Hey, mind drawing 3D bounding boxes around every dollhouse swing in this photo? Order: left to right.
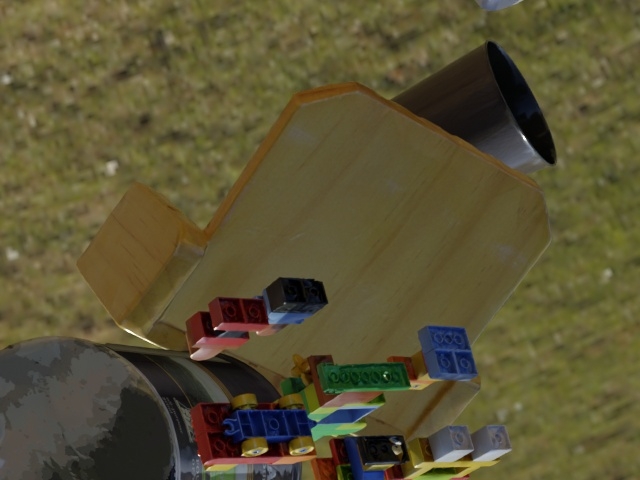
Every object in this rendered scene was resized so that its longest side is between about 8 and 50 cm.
[{"bbox_3d":[0.000,0.000,1.683,0.346,0.315,0.305,26,95,-23],"label":"dollhouse swing"}]

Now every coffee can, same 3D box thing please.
[{"bbox_3d":[-0.154,0.183,1.369,0.201,0.202,0.275,-29,166,14],"label":"coffee can"}]

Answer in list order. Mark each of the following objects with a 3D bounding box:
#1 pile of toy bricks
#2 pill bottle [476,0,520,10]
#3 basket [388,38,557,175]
[{"bbox_3d":[-0.006,0.098,0.977,0.212,0.118,0.105,5,150,-39],"label":"pile of toy bricks"},{"bbox_3d":[0.138,-0.434,1.601,0.224,0.392,0.224,-33,176,-3],"label":"pill bottle"},{"bbox_3d":[0.129,-0.107,1.928,0.226,0.154,0.204,-26,165,18],"label":"basket"}]
